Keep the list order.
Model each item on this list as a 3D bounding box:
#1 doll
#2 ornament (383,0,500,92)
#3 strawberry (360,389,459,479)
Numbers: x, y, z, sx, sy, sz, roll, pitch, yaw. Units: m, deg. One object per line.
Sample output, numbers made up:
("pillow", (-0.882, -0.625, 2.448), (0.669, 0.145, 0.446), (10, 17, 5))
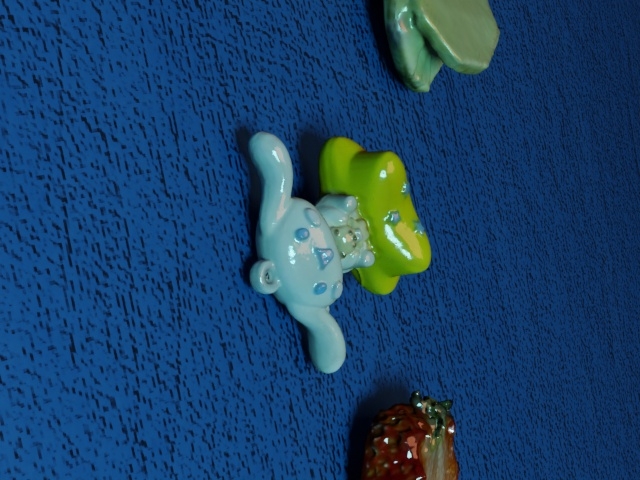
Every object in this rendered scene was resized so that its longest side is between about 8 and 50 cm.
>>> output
("doll", (-0.002, -0.007, 0.757), (0.135, 0.071, 0.113), (52, 59, -30))
("ornament", (0.057, -0.217, 0.909), (0.201, 0.059, 0.180), (57, 35, -32))
("strawberry", (0.053, 0.162, 0.810), (0.104, 0.048, 0.152), (-10, 105, -66))
